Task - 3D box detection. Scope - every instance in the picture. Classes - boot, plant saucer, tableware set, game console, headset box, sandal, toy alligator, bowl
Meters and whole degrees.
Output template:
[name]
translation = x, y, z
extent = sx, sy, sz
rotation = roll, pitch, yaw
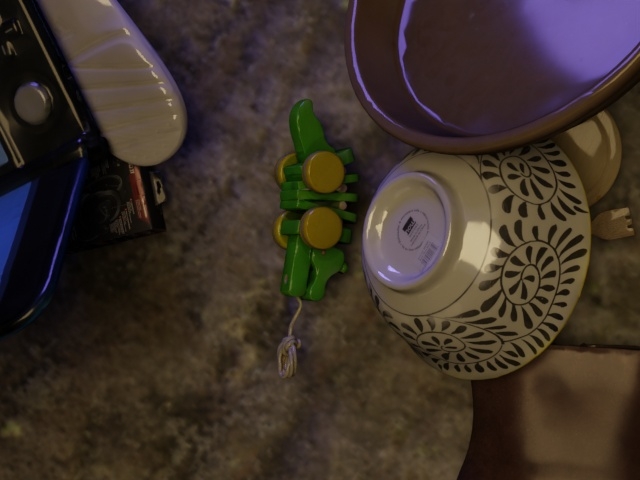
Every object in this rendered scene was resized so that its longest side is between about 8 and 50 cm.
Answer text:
[boot]
translation = 0.201, 0.172, 1.019
extent = 0.248, 0.090, 0.207
rotation = 5, 91, 18
[plant saucer]
translation = 0.134, -0.171, 1.010
extent = 0.277, 0.041, 0.278
rotation = -23, 51, 31
[tableware set]
translation = 0.209, -0.070, 1.056
extent = 0.194, 0.039, 0.128
rotation = -8, 98, 20
[game console]
translation = -0.308, -0.028, 1.085
extent = 0.293, 0.173, 0.250
rotation = -25, 93, 23
[headset box]
translation = -0.150, -0.029, 1.147
extent = 0.083, 0.032, 0.062
rotation = -14, 85, 13
[sandal]
translation = -0.173, -0.166, 1.139
extent = 0.102, 0.076, 0.265
rotation = -38, 85, 29
[toy alligator]
translation = 0.000, 0.000, 1.101
extent = 0.051, 0.056, 0.190
rotation = 3, 88, -26
[bowl]
translation = 0.079, 0.000, 1.025
extent = 0.170, 0.080, 0.170
rotation = -12, 73, 44
